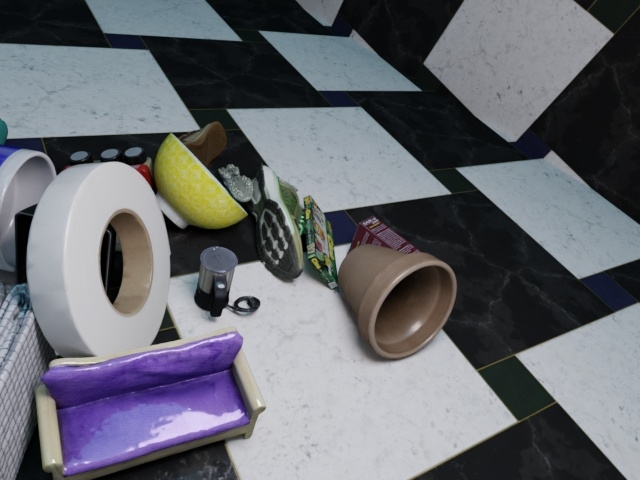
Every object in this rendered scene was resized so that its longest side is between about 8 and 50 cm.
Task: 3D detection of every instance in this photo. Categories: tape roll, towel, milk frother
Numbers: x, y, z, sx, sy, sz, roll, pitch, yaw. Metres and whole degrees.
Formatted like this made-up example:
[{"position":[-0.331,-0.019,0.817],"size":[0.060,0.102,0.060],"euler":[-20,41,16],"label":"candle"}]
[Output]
[{"position":[-0.400,0.044,0.984],"size":[0.072,0.392,0.392],"euler":[-3,38,8],"label":"tape roll"},{"position":[-0.528,0.239,0.816],"size":[0.121,0.235,0.284],"euler":[6,39,-11],"label":"towel"},{"position":[-0.209,0.100,1.191],"size":[0.143,0.135,0.129],"euler":[-11,48,-33],"label":"milk frother"}]

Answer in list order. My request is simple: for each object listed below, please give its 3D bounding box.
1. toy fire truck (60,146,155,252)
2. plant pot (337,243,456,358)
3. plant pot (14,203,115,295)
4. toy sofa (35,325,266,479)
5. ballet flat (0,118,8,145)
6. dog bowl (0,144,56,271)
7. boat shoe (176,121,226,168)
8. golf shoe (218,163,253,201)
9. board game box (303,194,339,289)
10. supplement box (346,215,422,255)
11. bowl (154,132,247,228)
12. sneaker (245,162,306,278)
[{"position":[-0.544,-0.103,1.302],"size":[0.217,0.159,0.246],"euler":[-4,42,-1],"label":"toy fire truck"},{"position":[0.162,0.122,1.265],"size":[0.263,0.263,0.229],"euler":[-10,28,-31],"label":"plant pot"},{"position":[-0.545,0.005,1.145],"size":[0.187,0.188,0.167],"euler":[12,26,-9],"label":"plant pot"},{"position":[-0.289,0.289,0.900],"size":[0.362,0.177,0.150],"euler":[-6,45,-29],"label":"toy sofa"},{"position":[-0.927,-0.234,1.323],"size":[0.106,0.108,0.316],"euler":[4,39,-7],"label":"ballet flat"},{"position":[-0.674,-0.070,1.098],"size":[0.104,0.265,0.265],"euler":[11,39,-6],"label":"dog bowl"},{"position":[-0.419,-0.262,1.575],"size":[0.123,0.123,0.342],"euler":[-1,38,24],"label":"boat shoe"},{"position":[-0.241,-0.152,1.514],"size":[0.069,0.086,0.176],"euler":[-22,45,-15],"label":"golf shoe"},{"position":[0.000,0.000,1.414],"size":[0.030,0.136,0.260],"euler":[-22,40,14],"label":"board game box"},{"position":[0.195,0.055,1.417],"size":[0.239,0.130,0.073],"euler":[40,42,23],"label":"supplement box"},{"position":[-0.347,-0.124,1.357],"size":[0.156,0.289,0.289],"euler":[-43,60,-2],"label":"bowl"},{"position":[-0.083,-0.059,1.441],"size":[0.182,0.158,0.410],"euler":[11,41,-31],"label":"sneaker"}]
